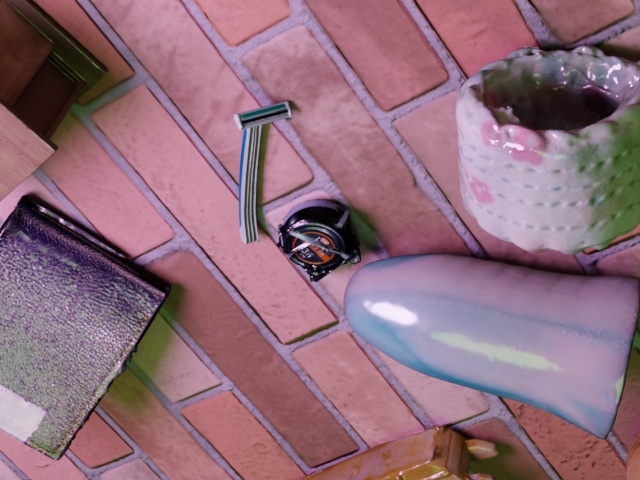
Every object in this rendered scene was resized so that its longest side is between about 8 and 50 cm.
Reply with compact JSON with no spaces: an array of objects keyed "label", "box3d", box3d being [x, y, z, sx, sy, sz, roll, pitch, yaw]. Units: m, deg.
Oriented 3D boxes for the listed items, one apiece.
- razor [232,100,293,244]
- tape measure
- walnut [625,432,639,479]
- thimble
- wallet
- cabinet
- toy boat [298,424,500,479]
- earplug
[{"label":"razor","box3d":[-0.077,-0.075,1.381,0.068,0.037,0.191,-18,138,-27]},{"label":"tape measure","box3d":[0.000,-0.002,1.407,0.091,0.054,0.094,-23,125,24]},{"label":"walnut","box3d":[0.446,0.272,1.463,0.167,0.149,0.166,-16,144,-12]},{"label":"thimble","box3d":[0.243,-0.095,1.213,0.211,0.185,0.149,-19,129,-15]},{"label":"wallet","box3d":[-0.342,0.108,1.491,0.221,0.071,0.262,33,90,-15]},{"label":"cabinet","box3d":[-0.373,-0.134,1.314,0.215,0.174,0.148,-34,113,31]},{"label":"toy boat","box3d":[0.096,0.335,1.614,0.310,0.089,0.115,-27,119,28]},{"label":"earplug","box3d":[0.183,0.100,1.379,0.324,0.185,0.185,12,128,11]}]
